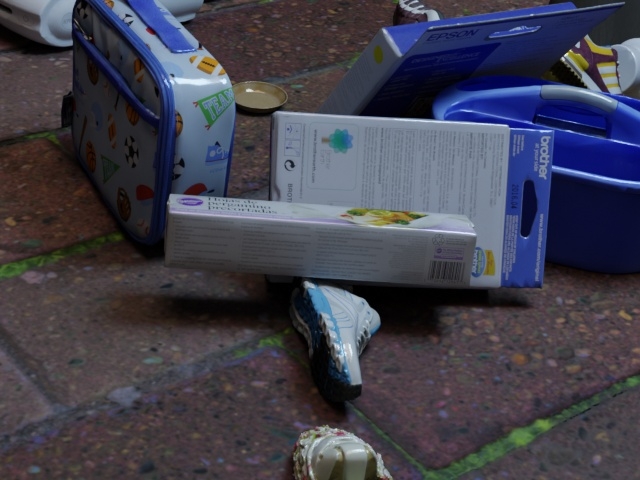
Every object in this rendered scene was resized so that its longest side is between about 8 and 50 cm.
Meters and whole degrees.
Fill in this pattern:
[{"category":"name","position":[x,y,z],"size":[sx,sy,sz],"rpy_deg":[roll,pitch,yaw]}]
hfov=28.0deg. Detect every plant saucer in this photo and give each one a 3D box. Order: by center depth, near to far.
[{"category":"plant saucer","position":[-0.088,-0.197,1.784],"size":[0.083,0.015,0.083],"rpy_deg":[4,32,-3]}]

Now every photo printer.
[{"category":"photo printer","position":[-0.372,-0.395,1.956],"size":[0.307,0.107,0.256],"rpy_deg":[-20,41,-36]}]

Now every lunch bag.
[{"category":"lunch bag","position":[-0.206,-0.156,1.483],"size":[0.114,0.243,0.303],"rpy_deg":[-12,38,-28]}]

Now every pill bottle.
[{"category":"pill bottle","position":[0.478,-0.246,1.867],"size":[0.169,0.094,0.094],"rpy_deg":[-4,31,-42]}]

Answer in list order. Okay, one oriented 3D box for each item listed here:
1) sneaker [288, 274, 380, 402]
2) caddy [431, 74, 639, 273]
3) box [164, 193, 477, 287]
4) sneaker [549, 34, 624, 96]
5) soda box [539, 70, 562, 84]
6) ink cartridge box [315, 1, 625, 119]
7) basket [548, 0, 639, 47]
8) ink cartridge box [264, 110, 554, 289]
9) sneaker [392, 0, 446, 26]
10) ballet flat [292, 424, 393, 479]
[{"category":"sneaker","position":[0.027,0.093,1.303],"size":[0.082,0.071,0.191],"rpy_deg":[3,32,-17]},{"category":"caddy","position":[0.298,-0.103,1.559],"size":[0.341,0.179,0.241],"rpy_deg":[13,32,9]},{"category":"box","position":[0.000,0.000,1.342],"size":[0.323,0.067,0.063],"rpy_deg":[3,20,-7]},{"category":"sneaker","position":[0.394,-0.222,1.774],"size":[0.084,0.185,0.069],"rpy_deg":[-52,27,-10]},{"category":"soda box","position":[0.344,-0.243,1.897],"size":[0.058,0.061,0.181],"rpy_deg":[-4,34,-18]},{"category":"ink cartridge box","position":[0.182,-0.234,1.652],"size":[0.303,0.307,0.072],"rpy_deg":[-12,71,-29]},{"category":"basket","position":[0.449,-0.385,1.988],"size":[0.204,0.227,0.154],"rpy_deg":[15,33,12]},{"category":"ink cartridge box","position":[0.096,-0.042,1.418],"size":[0.311,0.186,0.065],"rpy_deg":[2,4,-5]},{"category":"sneaker","position":[0.100,-0.270,1.866],"size":[0.162,0.106,0.281],"rpy_deg":[-33,12,1]},{"category":"ballet flat","position":[0.034,0.222,1.088],"size":[0.091,0.077,0.241],"rpy_deg":[-4,33,-15]}]
